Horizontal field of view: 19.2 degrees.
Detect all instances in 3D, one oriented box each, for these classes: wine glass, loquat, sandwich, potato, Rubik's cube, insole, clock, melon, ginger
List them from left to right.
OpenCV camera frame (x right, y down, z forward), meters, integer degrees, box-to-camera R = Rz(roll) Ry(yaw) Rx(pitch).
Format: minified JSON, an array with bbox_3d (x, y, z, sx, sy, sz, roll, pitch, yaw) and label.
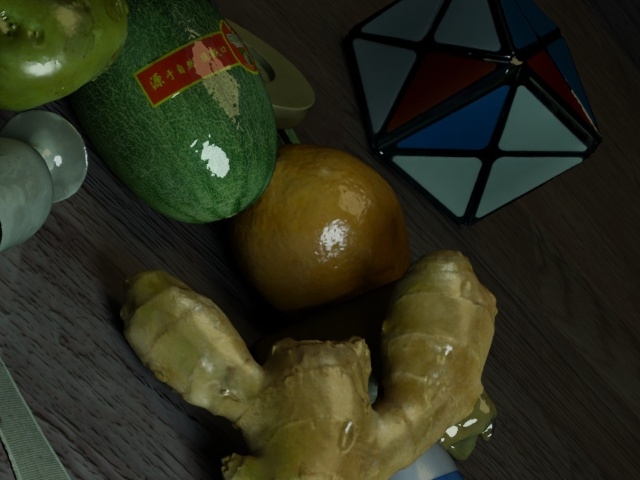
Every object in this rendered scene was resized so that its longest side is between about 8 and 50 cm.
[{"bbox_3d":[-0.267,-0.043,1.591,0.093,0.093,0.202,54,21,-11],"label":"wine glass"},{"bbox_3d":[-0.264,-0.204,1.696,0.253,0.186,0.148,-113,-158,-61],"label":"potato"},{"bbox_3d":[-0.224,0.180,1.505,0.232,0.003,0.080,62,22,10],"label":"insole"},{"bbox_3d":[-0.154,-0.150,1.865,0.288,0.182,0.182,55,21,0],"label":"melon"},{"bbox_3d":[-0.114,-0.200,2.103,0.235,0.029,0.235,27,21,-11],"label":"clock"},{"bbox_3d":[0.000,0.000,1.986,0.187,0.176,0.234,31,-20,50],"label":"loquat"},{"bbox_3d":[0.014,0.181,1.734,0.363,0.122,0.348,0,69,-27],"label":"ginger"},{"bbox_3d":[0.067,0.118,1.917,0.122,0.235,0.128,48,19,-56],"label":"sandwich"},{"bbox_3d":[0.209,-0.208,2.642,0.246,0.250,0.248,38,32,-42],"label":"Rubik's cube"}]

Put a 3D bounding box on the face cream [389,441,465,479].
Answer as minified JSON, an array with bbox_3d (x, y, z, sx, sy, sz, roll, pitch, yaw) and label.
[{"bbox_3d":[0.136,0.314,2.003,0.264,0.083,0.149,63,19,12],"label":"face cream"}]

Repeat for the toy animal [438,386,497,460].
[{"bbox_3d":[0.132,0.153,2.187,0.219,0.101,0.103,59,23,1],"label":"toy animal"}]

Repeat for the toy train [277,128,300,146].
[{"bbox_3d":[-0.058,-0.110,2.175,0.172,0.070,0.099,61,13,9],"label":"toy train"}]

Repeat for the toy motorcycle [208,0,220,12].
[{"bbox_3d":[-0.205,-0.330,2.091,0.159,0.106,0.270,21,25,-39],"label":"toy motorcycle"}]
